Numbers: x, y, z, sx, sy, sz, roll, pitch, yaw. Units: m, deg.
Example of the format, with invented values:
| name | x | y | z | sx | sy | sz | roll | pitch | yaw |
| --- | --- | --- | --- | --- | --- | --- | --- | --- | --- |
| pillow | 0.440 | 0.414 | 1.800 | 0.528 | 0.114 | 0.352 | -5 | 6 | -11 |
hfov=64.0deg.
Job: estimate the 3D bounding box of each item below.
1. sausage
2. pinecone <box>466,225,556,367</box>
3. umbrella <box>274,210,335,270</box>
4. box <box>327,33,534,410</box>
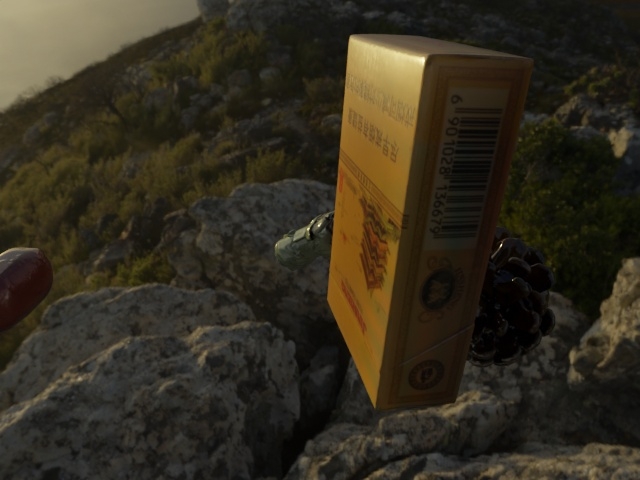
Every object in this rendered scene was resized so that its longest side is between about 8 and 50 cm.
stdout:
| name | x | y | z | sx | sy | sz | roll | pitch | yaw |
| --- | --- | --- | --- | --- | --- | --- | --- | --- | --- |
| sausage | -0.292 | 0.044 | 0.473 | 0.059 | 0.054 | 0.094 | 12 | 34 | 10 |
| pinecone | 0.202 | 0.068 | 0.641 | 0.179 | 0.149 | 0.195 | 29 | 30 | 21 |
| umbrella | 0.000 | 0.000 | 0.687 | 0.144 | 0.067 | 0.062 | -18 | -6 | 31 |
| box | 0.068 | -0.022 | 0.431 | 0.076 | 0.274 | 0.174 | -2 | 25 | -12 |
